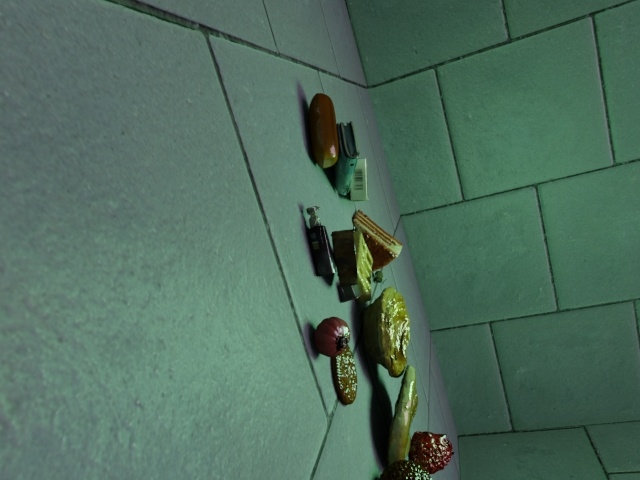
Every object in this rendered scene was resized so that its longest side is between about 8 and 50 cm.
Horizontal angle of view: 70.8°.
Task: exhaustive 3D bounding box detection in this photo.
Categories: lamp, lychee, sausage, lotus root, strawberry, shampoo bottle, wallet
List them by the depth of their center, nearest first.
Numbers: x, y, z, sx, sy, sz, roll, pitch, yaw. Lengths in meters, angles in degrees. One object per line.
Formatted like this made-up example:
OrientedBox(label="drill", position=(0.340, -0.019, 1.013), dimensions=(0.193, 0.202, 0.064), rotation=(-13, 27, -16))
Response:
OrientedBox(label="lamp", position=(0.031, 0.255, 1.190), dimensions=(0.108, 0.092, 0.107), rotation=(-11, 106, -43))
OrientedBox(label="shampoo bottle", position=(-0.001, 0.000, 1.332), dimensions=(0.063, 0.057, 0.207), rotation=(-19, 96, -73))
OrientedBox(label="lychee", position=(0.267, 0.773, 1.400), dimensions=(0.188, 0.188, 0.188), rotation=(-13, 90, -73))
OrientedBox(label="lotus root", position=(0.079, 0.060, 1.425), dimensions=(0.260, 0.075, 0.170), rotation=(82, 0, -65))
OrientedBox(label="sausage", position=(0.009, -0.387, 1.573), dimensions=(0.105, 0.105, 0.274), rotation=(37, 46, -64))
OrientedBox(label="wallet", position=(0.090, -0.303, 1.665), dimensions=(0.250, 0.075, 0.176), rotation=(100, -17, -65))
OrientedBox(label="strawberry", position=(0.469, 0.931, 1.958), dimensions=(0.201, 0.187, 0.184), rotation=(-47, 148, -36))

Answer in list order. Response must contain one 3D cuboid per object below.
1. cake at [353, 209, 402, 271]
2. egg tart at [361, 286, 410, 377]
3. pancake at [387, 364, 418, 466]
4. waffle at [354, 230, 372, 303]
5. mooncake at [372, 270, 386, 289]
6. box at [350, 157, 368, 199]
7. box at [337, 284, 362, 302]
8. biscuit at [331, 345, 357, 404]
OrientedBox(label="cake", position=(0.253, -0.013, 1.963), dimensions=(0.158, 0.160, 0.262), rotation=(-53, 126, -64))
OrientedBox(label="egg tart", position=(0.242, 0.341, 1.698), dimensions=(0.352, 0.150, 0.351), rotation=(-8, 90, -69))
OrientedBox(label="pancake", position=(0.306, 0.648, 1.652), dimensions=(0.387, 0.082, 0.386), rotation=(9, 90, -76))
OrientedBox(label="waffle", position=(0.151, 0.095, 1.735), dimensions=(0.274, 0.057, 0.168), rotation=(-78, 150, -54))
OrientedBox(label="mooncake", position=(0.251, 0.167, 1.908), dimensions=(0.347, 0.057, 0.150), rotation=(65, 21, -70))
OrientedBox(label="box", position=(0.162, -0.247, 1.882), dimensions=(0.256, 0.069, 0.164), rotation=(-31, 119, -82))
OrientedBox(label="box", position=(0.098, 0.169, 1.521), dimensions=(0.085, 0.060, 0.063), rotation=(-11, 83, -71))
OrientedBox(label="biscuit", position=(0.076, 0.393, 1.342), dimensions=(0.188, 0.027, 0.187), rotation=(-13, 90, -73))
